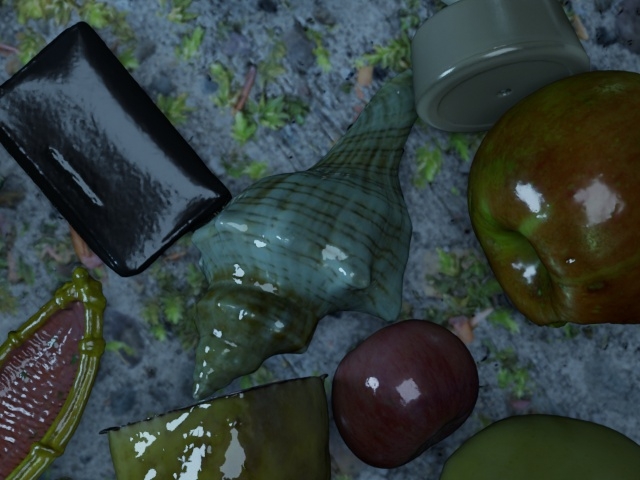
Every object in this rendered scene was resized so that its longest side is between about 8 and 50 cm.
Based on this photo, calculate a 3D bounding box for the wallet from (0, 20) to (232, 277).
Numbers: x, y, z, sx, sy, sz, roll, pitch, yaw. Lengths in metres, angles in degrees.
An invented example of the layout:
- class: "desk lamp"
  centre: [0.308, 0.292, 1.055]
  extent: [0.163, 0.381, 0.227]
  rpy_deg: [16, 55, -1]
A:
- class: "wallet"
  centre: [-0.215, -0.085, 1.881]
  extent: [0.149, 0.044, 0.250]
  rpy_deg: [-39, 90, 0]

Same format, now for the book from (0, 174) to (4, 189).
- class: "book"
  centre: [-0.502, 0.040, 1.819]
  extent: [0.264, 0.031, 0.379]
  rpy_deg: [28, 103, -1]

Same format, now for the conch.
- class: "conch"
  centre: [0.003, 0.003, 1.827]
  extent: [0.203, 0.169, 0.386]
  rpy_deg: [43, 88, -19]

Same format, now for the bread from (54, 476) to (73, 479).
- class: "bread"
  centre: [-0.284, 0.386, 1.822]
  extent: [0.239, 0.111, 0.246]
  rpy_deg: [-29, 89, -2]

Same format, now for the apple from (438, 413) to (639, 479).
- class: "apple"
  centre: [0.220, 0.295, 1.787]
  extent: [0.262, 0.262, 0.262]
  rpy_deg: [0, 88, -2]

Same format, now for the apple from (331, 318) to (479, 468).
- class: "apple"
  centre: [0.081, 0.144, 1.829]
  extent: [0.153, 0.153, 0.120]
  rpy_deg: [-36, 75, -3]

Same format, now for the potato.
- class: "potato"
  centre: [-0.083, 0.277, 1.786]
  extent: [0.229, 0.229, 0.266]
  rpy_deg: [-10, 86, -3]

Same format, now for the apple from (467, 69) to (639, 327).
- class: "apple"
  centre: [0.270, -0.040, 1.801]
  extent: [0.226, 0.246, 0.246]
  rpy_deg: [-35, 89, -18]

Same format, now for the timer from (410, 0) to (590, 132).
- class: "timer"
  centre: [0.149, -0.262, 1.869]
  extent: [0.175, 0.175, 0.266]
  rpy_deg: [-13, 70, -3]

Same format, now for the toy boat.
- class: "toy boat"
  centre: [-0.304, 0.173, 1.824]
  extent: [0.141, 0.099, 0.318]
  rpy_deg: [27, 76, 31]
